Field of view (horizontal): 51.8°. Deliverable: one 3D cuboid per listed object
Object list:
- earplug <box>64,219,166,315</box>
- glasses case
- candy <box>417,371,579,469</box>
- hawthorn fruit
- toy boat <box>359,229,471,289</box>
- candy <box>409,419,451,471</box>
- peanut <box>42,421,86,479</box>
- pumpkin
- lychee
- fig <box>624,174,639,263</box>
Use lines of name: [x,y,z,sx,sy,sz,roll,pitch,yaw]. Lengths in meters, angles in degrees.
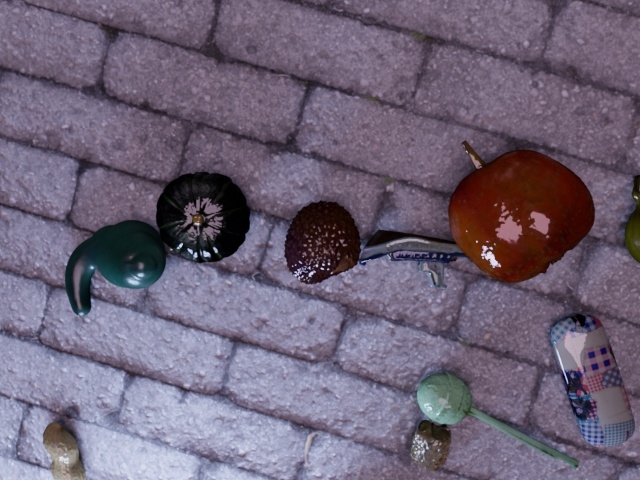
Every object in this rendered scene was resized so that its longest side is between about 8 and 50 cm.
earplug: [-0.489,0.060,1.569,0.257,0.280,0.163,-41,117,-25]
glasses case: [0.636,0.329,1.543,0.125,0.076,0.327,-20,96,9]
candy: [0.432,0.442,1.579,0.440,0.119,0.119,27,100,-6]
hawthorn fruit: [0.407,-0.081,1.416,0.287,0.287,0.330,-38,88,9]
toy boat: [0.221,0.046,1.518,0.262,0.114,0.115,10,88,1]
candy: [0.270,0.498,1.606,0.095,0.085,0.110,20,111,11]
peanut: [-0.662,0.558,1.701,0.082,0.082,0.187,-13,96,7]
pumpkin: [-0.272,-0.055,1.533,0.221,0.162,0.220,0,98,0]
lychee: [0.000,0.000,1.511,0.188,0.188,0.188,1,98,5]
fig: [0.744,-0.032,1.448,0.148,0.142,0.186,-39,107,-17]
